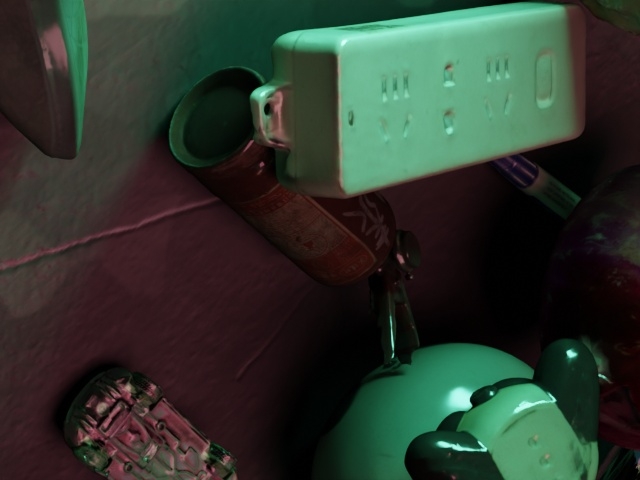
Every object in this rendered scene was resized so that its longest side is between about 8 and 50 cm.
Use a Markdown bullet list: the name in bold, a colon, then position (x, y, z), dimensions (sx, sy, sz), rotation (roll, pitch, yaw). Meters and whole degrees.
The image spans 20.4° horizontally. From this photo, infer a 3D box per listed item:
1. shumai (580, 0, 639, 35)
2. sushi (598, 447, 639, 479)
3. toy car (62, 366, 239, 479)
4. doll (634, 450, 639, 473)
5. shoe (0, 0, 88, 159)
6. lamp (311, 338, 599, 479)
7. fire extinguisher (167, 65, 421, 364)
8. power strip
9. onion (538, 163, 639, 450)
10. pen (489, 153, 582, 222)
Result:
- **shumai**: position (0.316, -0.274, 1.198), dimensions (0.314, 0.267, 0.262), rotation (-40, 169, 36)
- **sushi**: position (0.145, 0.265, 1.409), dimensions (0.292, 0.059, 0.294), rotation (-53, 172, 1)
- **toy car**: position (-0.112, 0.141, 1.169), dimensions (0.069, 0.055, 0.142), rotation (-53, 127, -15)
- **doll**: position (0.275, 0.202, 1.560), dimensions (0.037, 0.027, 0.125), rotation (27, 95, -39)
- **shoe**: position (-0.171, -0.131, 0.959), dimensions (0.078, 0.079, 0.195), rotation (-2, 131, -1)
- **lamp**: position (0.097, 0.157, 1.238), dimensions (0.197, 0.198, 0.244), rotation (-31, 176, -24)
- **fire extinguisher**: position (-0.005, -0.003, 1.154), dimensions (0.252, 0.075, 0.106), rotation (44, 60, -47)
- **power strip**: position (0.082, -0.098, 1.143), dimensions (0.338, 0.058, 0.098), rotation (-16, 108, -50)
- **onion**: position (0.242, 0.053, 1.293), dimensions (0.200, 0.200, 0.207), rotation (-3, 126, -40)
- **pen**: position (0.174, -0.033, 1.337), dimensions (0.204, 0.025, 0.025), rotation (31, 92, -46)
